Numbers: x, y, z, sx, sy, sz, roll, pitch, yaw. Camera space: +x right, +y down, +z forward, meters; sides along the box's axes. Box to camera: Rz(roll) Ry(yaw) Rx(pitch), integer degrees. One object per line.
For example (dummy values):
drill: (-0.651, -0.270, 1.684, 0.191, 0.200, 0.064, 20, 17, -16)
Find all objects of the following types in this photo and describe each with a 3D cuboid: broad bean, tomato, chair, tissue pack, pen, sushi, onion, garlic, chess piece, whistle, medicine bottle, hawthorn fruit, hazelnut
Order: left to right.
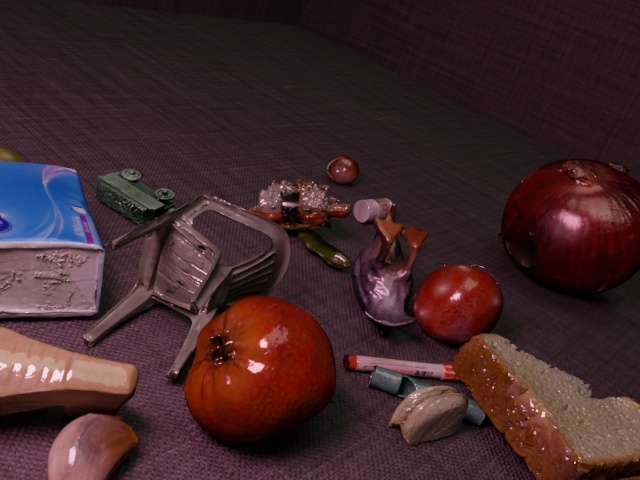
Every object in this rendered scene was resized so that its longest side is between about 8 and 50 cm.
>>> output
chess piece: (-0.368, 0.156, 0.784, 0.301, 0.137, 0.137, 12, 27, -11)
broad bean: (-0.606, -0.144, 1.311, 0.083, 0.045, 0.063, 41, 35, 24)
tissue pack: (-0.452, -0.008, 1.027, 0.198, 0.146, 0.263, 2, 31, -30)
garlic: (-0.264, 0.242, 0.755, 0.084, 0.066, 0.152, 23, 24, 5)
chair: (-0.185, 0.061, 1.017, 0.191, 0.203, 0.274, 28, 32, 7)
hawthorn fruit: (-0.059, 0.181, 0.901, 0.226, 0.196, 0.196, 30, 15, -38)
sushi: (-0.047, -0.077, 1.417, 0.226, 0.103, 0.097, 1, 41, 6)
broad bean: (-0.005, 0.000, 1.423, 0.069, 0.039, 0.227, 1, 28, -25)
hazelnut: (0.060, -0.185, 1.792, 0.087, 0.086, 0.086, 15, 26, -8)
medicine bottle: (0.130, -0.073, 1.634, 0.089, 0.057, 0.057, -7, 36, -41)
pen: (0.152, 0.214, 1.125, 0.239, 0.028, 0.028, 9, 28, -18)
whistle: (0.168, 0.245, 1.066, 0.186, 0.039, 0.039, 20, 26, 2)
tomato: (0.255, 0.122, 1.244, 0.167, 0.167, 0.167, 15, 26, -8)
onion: (0.585, -0.028, 1.588, 0.342, 0.341, 0.341, 15, 26, -8)

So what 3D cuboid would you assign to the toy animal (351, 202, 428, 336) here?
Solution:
toy animal: (0.125, 0.053, 1.264, 0.122, 0.185, 0.298, 13, 51, -13)

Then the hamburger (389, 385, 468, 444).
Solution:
hamburger: (0.171, 0.252, 1.001, 0.121, 0.084, 0.054, 5, 28, -29)

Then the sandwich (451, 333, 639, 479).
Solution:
sandwich: (0.375, 0.266, 1.045, 0.254, 0.099, 0.288, 2, 33, -32)

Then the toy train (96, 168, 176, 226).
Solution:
toy train: (-0.361, -0.081, 1.323, 0.172, 0.070, 0.099, 30, 36, 20)
